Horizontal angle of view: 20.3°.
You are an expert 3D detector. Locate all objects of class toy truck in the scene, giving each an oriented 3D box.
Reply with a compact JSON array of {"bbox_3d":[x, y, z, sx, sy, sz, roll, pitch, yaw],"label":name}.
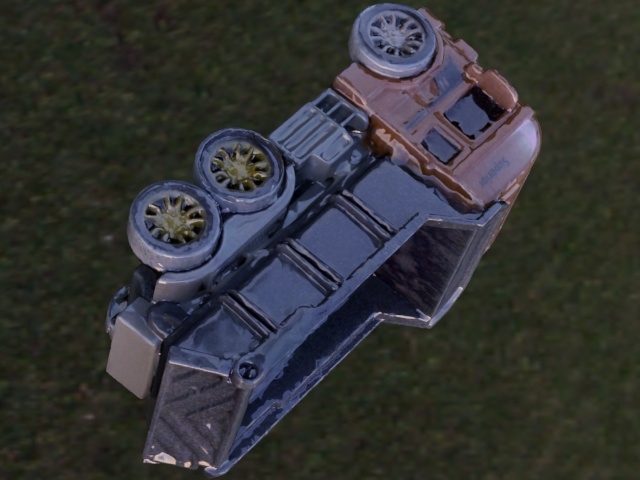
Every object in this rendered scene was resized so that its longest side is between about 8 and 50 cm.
[{"bbox_3d":[0.000,0.000,0.658,0.092,0.083,0.192,39,57,13],"label":"toy truck"}]
